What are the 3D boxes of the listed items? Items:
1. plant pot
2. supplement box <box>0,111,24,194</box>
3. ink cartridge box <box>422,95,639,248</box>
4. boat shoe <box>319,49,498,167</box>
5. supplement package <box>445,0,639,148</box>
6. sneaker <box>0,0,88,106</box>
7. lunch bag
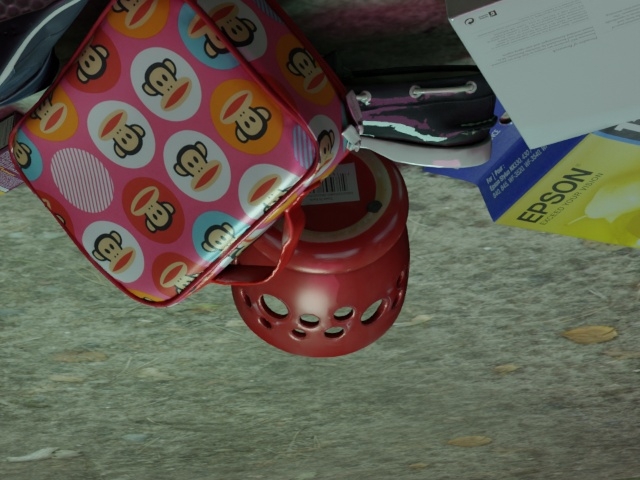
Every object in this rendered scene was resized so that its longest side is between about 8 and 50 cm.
[{"bbox_3d":[0.000,0.000,1.124,0.191,0.191,0.174,-2,148,-3],"label":"plant pot"},{"bbox_3d":[-0.318,-0.087,1.126,0.083,0.043,0.055,-22,146,31],"label":"supplement box"},{"bbox_3d":[0.313,-0.103,1.162,0.307,0.072,0.303,6,150,-22],"label":"ink cartridge box"},{"bbox_3d":[0.015,-0.135,1.042,0.302,0.114,0.091,4,112,3],"label":"boat shoe"},{"bbox_3d":[0.217,-0.206,0.875,0.194,0.149,0.203,-16,149,22],"label":"supplement package"},{"bbox_3d":[-0.229,-0.198,0.905,0.226,0.086,0.163,-45,-175,3],"label":"sneaker"},{"bbox_3d":[-0.113,-0.075,0.964,0.258,0.120,0.293,49,128,-5],"label":"lunch bag"}]
